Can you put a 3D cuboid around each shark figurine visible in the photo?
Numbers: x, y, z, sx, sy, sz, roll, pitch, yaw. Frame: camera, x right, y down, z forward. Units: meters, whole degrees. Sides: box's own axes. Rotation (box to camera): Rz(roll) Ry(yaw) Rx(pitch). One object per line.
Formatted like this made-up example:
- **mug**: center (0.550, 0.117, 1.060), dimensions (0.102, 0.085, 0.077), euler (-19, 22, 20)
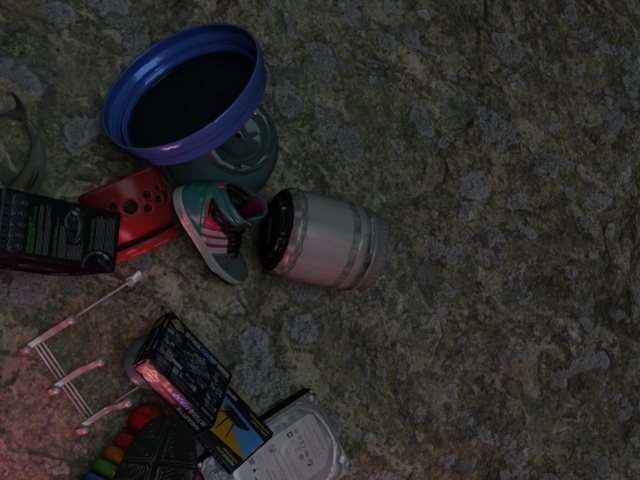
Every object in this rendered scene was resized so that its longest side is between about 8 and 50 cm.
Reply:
- **shark figurine**: center (-0.634, -0.168, 1.798), dimensions (0.166, 0.116, 0.278), euler (13, 81, -25)

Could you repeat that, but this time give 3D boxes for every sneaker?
- **sneaker**: center (-0.194, -0.028, 1.911), dimensions (0.124, 0.178, 0.295), euler (-83, 151, -48)
- **sneaker**: center (-0.359, 0.607, 1.779), dimensions (0.169, 0.257, 0.447), euler (8, 74, -1)

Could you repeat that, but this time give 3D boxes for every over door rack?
- **over door rack**: center (-0.460, 0.240, 1.834), dimensions (0.324, 0.108, 0.239), euler (-36, 100, -25)

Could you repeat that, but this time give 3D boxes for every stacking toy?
- **stacking toy**: center (-0.442, 0.506, 1.803), dimensions (0.141, 0.141, 0.330), euler (39, 66, -16)

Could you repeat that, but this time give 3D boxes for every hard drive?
- **hard drive**: center (-0.110, 0.541, 1.990), dimensions (0.339, 0.064, 0.237), euler (-28, 96, -24)

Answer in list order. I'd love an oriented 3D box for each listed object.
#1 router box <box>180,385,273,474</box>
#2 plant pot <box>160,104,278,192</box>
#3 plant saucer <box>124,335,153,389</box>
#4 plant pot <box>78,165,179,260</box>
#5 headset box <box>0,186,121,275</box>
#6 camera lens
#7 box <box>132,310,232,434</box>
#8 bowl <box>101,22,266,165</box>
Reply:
- **router box**: center (-0.218, 0.430, 1.916), dimensions (0.179, 0.046, 0.133), euler (43, 61, 15)
- **plant pot**: center (-0.219, -0.232, 1.954), dimensions (0.293, 0.196, 0.293), euler (3, 82, -25)
- **plant saucer**: center (-0.373, 0.268, 1.825), dimensions (0.119, 0.021, 0.119), euler (12, 70, -36)
- **plant pot**: center (-0.416, -0.059, 1.844), dimensions (0.191, 0.191, 0.174), euler (-28, 99, -25)
- **headset box**: center (-0.596, -0.012, 1.671), dimensions (0.283, 0.246, 0.131), euler (14, 76, -49)
- **camera lens**: center (0.000, 0.000, 2.016), dimensions (0.274, 0.219, 0.219), euler (13, 79, -23)
- **box**: center (-0.297, 0.288, 1.813), dimensions (0.220, 0.051, 0.175), euler (51, 25, -20)
- **bowl**: center (-0.300, -0.326, 1.848), dimensions (0.391, 0.391, 0.077), euler (-54, 140, -20)
